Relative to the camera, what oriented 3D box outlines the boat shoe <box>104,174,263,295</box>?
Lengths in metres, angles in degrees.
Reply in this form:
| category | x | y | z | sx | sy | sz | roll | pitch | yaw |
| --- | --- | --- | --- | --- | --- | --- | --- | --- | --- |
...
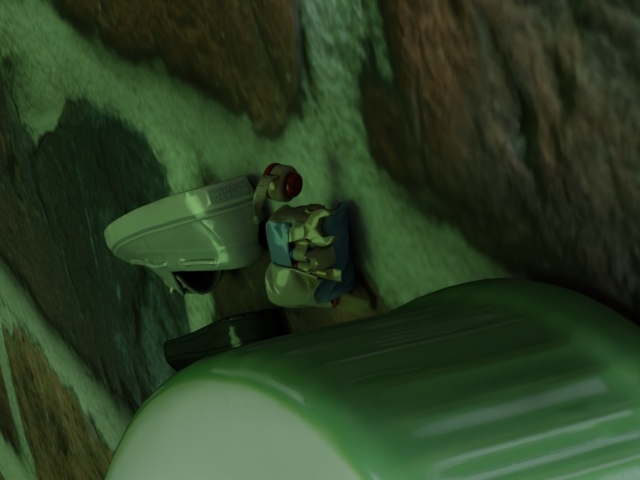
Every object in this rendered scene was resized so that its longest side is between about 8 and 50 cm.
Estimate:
| category | x | y | z | sx | sy | sz | roll | pitch | yaw |
| --- | --- | --- | --- | --- | --- | --- | --- | --- | --- |
| boat shoe | -0.083 | 0.004 | 0.987 | 0.184 | 0.066 | 0.063 | -18 | 88 | 58 |

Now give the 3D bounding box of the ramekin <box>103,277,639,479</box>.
| category | x | y | z | sx | sy | sz | roll | pitch | yaw |
| --- | --- | --- | --- | --- | --- | --- | --- | --- | --- |
| ramekin | 0.031 | 0.171 | 0.614 | 0.303 | 0.148 | 0.303 | 9 | 102 | 53 |

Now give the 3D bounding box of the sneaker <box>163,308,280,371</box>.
| category | x | y | z | sx | sy | sz | roll | pitch | yaw |
| --- | --- | --- | --- | --- | --- | --- | --- | --- | --- |
| sneaker | -0.051 | 0.094 | 0.979 | 0.170 | 0.051 | 0.089 | -27 | 76 | 64 |

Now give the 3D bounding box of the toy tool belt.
| category | x | y | z | sx | sy | sz | roll | pitch | yaw |
| --- | --- | --- | --- | --- | --- | --- | --- | --- | --- |
| toy tool belt | 0.000 | 0.000 | 0.813 | 0.051 | 0.052 | 0.083 | 9 | 122 | 31 |
